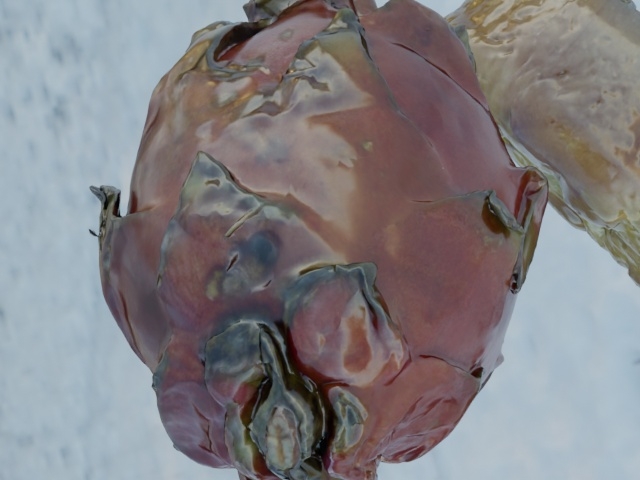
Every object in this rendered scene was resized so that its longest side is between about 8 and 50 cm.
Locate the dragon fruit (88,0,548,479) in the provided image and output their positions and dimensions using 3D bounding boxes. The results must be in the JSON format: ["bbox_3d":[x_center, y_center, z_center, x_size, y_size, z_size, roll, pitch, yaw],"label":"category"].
[{"bbox_3d":[-0.001,-0.003,0.954,0.250,0.250,0.315,98,150,-48],"label":"dragon fruit"}]

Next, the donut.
[{"bbox_3d":[0.226,-0.078,1.299,0.317,0.150,0.299,42,-173,-10],"label":"donut"}]
